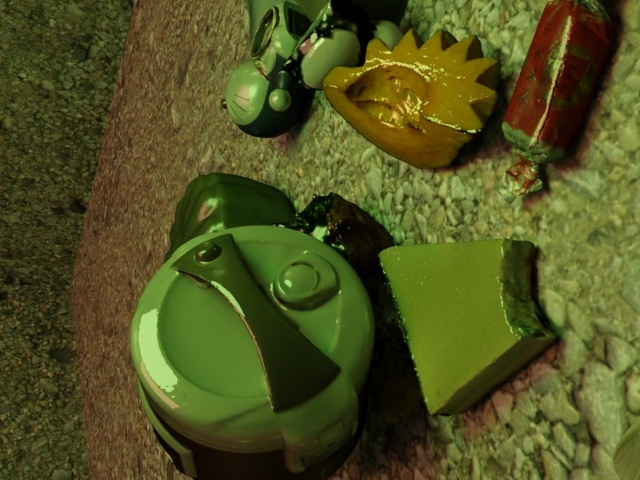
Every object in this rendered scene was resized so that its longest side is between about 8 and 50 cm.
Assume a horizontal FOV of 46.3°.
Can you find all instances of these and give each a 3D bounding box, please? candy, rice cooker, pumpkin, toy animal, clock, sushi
[{"bbox_3d":[0.251,-0.171,0.795,0.086,0.059,0.292,46,124,58],"label":"candy"},{"bbox_3d":[-0.085,0.169,1.018,0.325,0.335,0.335,91,167,-54],"label":"rice cooker"},{"bbox_3d":[0.145,-0.181,0.981,0.254,0.149,0.130,23,74,37],"label":"pumpkin"},{"bbox_3d":[0.054,-0.267,1.067,0.166,0.179,0.138,-41,30,36],"label":"toy animal"},{"bbox_3d":[-0.084,-0.297,1.380,0.243,0.146,0.200,-53,35,39],"label":"clock"},{"bbox_3d":[0.001,0.001,1.155,0.287,0.140,0.149,-19,75,59],"label":"sushi"}]

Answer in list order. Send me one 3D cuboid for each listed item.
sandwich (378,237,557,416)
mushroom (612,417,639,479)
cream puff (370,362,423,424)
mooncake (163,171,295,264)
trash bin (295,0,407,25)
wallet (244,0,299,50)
[{"bbox_3d":[0.175,0.056,0.903,0.212,0.063,0.245,-52,41,40],"label":"sandwich"},{"bbox_3d":[0.308,0.140,0.641,0.059,0.054,0.202,-119,37,-56],"label":"mushroom"},{"bbox_3d":[0.106,0.205,1.009,0.058,0.083,0.083,8,-108,-74],"label":"cream puff"},{"bbox_3d":[-0.190,0.049,1.461,0.356,0.194,0.357,-19,69,59],"label":"mooncake"},{"bbox_3d":[0.040,-0.426,1.193,0.164,0.122,0.240,-68,29,28],"label":"trash bin"},{"bbox_3d":[-0.080,-0.497,1.508,0.251,0.054,0.291,-46,47,52],"label":"wallet"}]
